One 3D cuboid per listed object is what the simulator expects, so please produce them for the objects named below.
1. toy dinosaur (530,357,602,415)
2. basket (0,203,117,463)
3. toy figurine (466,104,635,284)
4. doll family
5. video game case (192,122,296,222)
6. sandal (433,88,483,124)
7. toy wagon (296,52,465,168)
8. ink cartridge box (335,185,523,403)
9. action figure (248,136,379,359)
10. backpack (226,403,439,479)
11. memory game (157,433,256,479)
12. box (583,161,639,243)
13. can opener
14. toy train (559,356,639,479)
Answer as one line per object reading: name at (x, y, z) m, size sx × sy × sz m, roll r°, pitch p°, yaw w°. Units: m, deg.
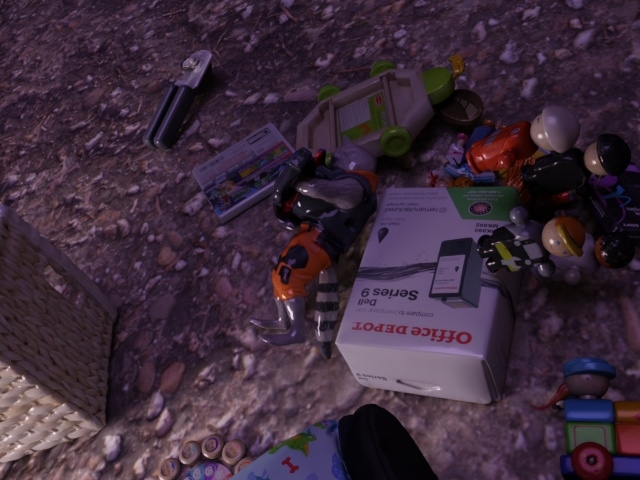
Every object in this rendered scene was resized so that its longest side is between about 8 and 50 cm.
toy dinosaur at (0.319, 0.182, 0.835) m, size 0.047 × 0.090 × 0.082 m, roll 41°, pitch 120°, yaw 53°
basket at (-0.556, 0.175, 1.081) m, size 0.331 × 0.328 × 0.266 m, roll -19°, pitch 48°, yaw 9°
toy figurine at (0.307, -0.051, 0.872) m, size 0.148 × 0.213 × 0.209 m, roll -18°, pitch 65°, yaw 44°
doll family at (0.279, -0.119, 1.079) m, size 0.263 × 0.118 × 0.163 m, roll 13°, pitch 59°, yaw 33°
video game case at (-0.147, -0.142, 1.370) m, size 0.201 × 0.023 × 0.183 m, roll -32°, pitch 45°, yaw -5°
sandal at (0.244, -0.246, 1.260) m, size 0.072 × 0.049 × 0.180 m, roll -43°, pitch 32°, yaw -8°
toy wagon at (0.114, -0.240, 1.263) m, size 0.344 × 0.068 × 0.267 m, roll -21°, pitch 39°, yaw 17°
ink cartridge box at (0.169, 0.067, 0.969) m, size 0.211 × 0.121 × 0.289 m, roll 1°, pitch 52°, yaw 26°
action figure at (0.000, 0.000, 1.064) m, size 0.179 × 0.341 × 0.330 m, roll 24°, pitch 87°, yaw 4°
backpack at (-0.034, 0.372, 0.737) m, size 0.355 × 0.273 × 0.290 m, roll -42°, pitch 37°, yaw 11°
memory game at (-0.168, 0.362, 0.952) m, size 0.186 × 0.012 × 0.186 m, roll -13°, pitch 47°, yaw 15°
box at (0.439, -0.059, 0.976) m, size 0.116 × 0.029 × 0.162 m, roll 2°, pitch 46°, yaw -17°
can opener at (-0.320, -0.328, 1.579) m, size 0.074 × 0.093 × 0.280 m, roll 9°, pitch 65°, yaw 34°
toy train at (0.393, 0.202, 0.741) m, size 0.248 × 0.105 × 0.143 m, roll -6°, pitch 62°, yaw 22°
